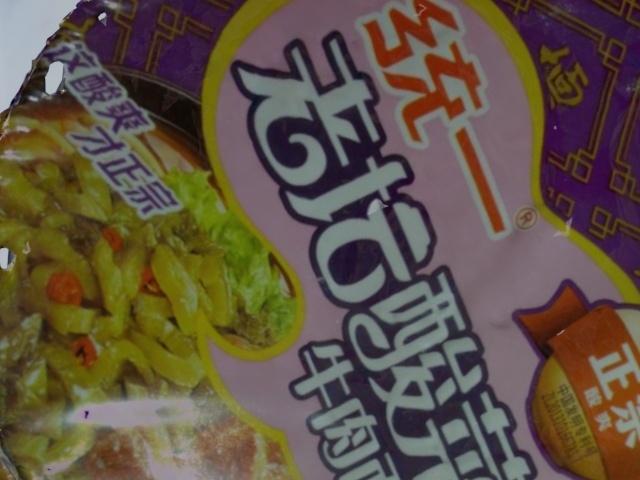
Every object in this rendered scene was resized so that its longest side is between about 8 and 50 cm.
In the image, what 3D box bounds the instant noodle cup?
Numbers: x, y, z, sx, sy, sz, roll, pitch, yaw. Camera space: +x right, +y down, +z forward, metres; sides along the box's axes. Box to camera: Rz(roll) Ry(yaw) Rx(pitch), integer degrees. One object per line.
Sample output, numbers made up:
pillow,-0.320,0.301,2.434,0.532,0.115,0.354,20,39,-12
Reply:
instant noodle cup,0.000,0.000,0.751,0.266,0.340,0.339,-146,74,-74
